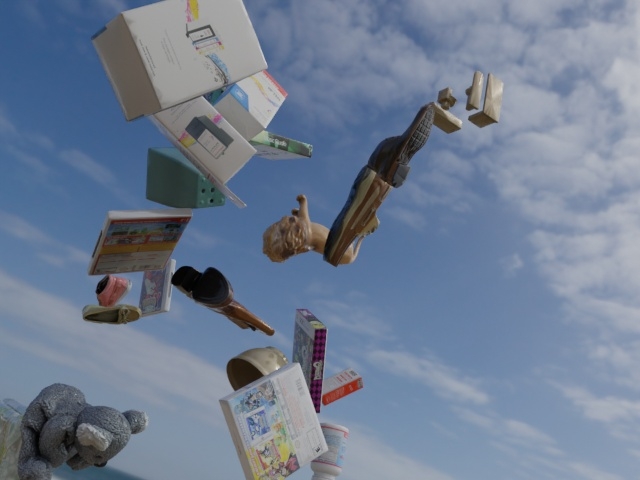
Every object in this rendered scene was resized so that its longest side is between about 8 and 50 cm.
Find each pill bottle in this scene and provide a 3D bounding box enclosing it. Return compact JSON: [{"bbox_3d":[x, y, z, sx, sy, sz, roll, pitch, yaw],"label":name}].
[{"bbox_3d":[0.021,0.583,1.830,0.087,0.160,0.087,11,-24,5],"label":"pill bottle"}]

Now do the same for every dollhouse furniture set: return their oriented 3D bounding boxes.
[{"bbox_3d":[0.372,-0.374,1.786,0.144,0.123,0.151,26,-23,-30],"label":"dollhouse furniture set"}]

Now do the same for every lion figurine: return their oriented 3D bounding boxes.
[{"bbox_3d":[0.000,0.000,2.219,0.392,0.240,0.142,14,-41,-16],"label":"lion figurine"}]

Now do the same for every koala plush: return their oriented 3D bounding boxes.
[{"bbox_3d":[-0.495,0.402,1.426,0.221,0.203,0.196,-7,-5,25],"label":"koala plush"}]

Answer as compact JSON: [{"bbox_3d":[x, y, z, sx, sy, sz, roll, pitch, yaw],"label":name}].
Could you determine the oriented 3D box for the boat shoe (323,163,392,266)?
[{"bbox_3d":[0.118,-0.065,1.974,0.120,0.324,0.122,27,1,-10],"label":"boat shoe"}]

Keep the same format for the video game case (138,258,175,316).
[{"bbox_3d":[-0.576,0.169,2.363,0.023,0.183,0.201,18,-23,-37],"label":"video game case"}]

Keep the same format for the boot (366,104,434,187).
[{"bbox_3d":[0.197,-0.251,1.692,0.106,0.219,0.082,33,9,36],"label":"boot"}]

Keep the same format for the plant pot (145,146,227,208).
[{"bbox_3d":[-0.395,-0.179,2.048,0.165,0.166,0.234,-10,24,-43],"label":"plant pot"}]

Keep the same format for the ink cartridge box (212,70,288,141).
[{"bbox_3d":[-0.177,-0.387,1.807,0.078,0.231,0.134,-29,-65,39],"label":"ink cartridge box"}]

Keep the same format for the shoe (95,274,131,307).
[{"bbox_3d":[-0.656,0.176,2.049,0.081,0.178,0.063,25,23,-43],"label":"shoe"}]

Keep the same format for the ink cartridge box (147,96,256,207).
[{"bbox_3d":[-0.276,-0.241,1.645,0.353,0.119,0.207,46,-8,-9],"label":"ink cartridge box"}]

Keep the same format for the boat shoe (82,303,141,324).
[{"bbox_3d":[-0.554,0.200,1.799,0.153,0.056,0.048,8,15,-23],"label":"boat shoe"}]

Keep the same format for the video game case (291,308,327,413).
[{"bbox_3d":[-0.035,0.323,1.845,0.042,0.232,0.210,2,8,-16],"label":"video game case"}]

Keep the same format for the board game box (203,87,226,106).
[{"bbox_3d":[-0.408,-0.554,2.577,0.030,0.136,0.260,6,29,-26],"label":"board game box"}]

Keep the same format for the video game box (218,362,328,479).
[{"bbox_3d":[-0.093,0.383,1.392,0.048,0.187,0.205,-13,-83,50],"label":"video game box"}]

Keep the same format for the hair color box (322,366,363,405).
[{"bbox_3d":[0.054,0.449,2.078,0.072,0.141,0.043,33,-41,57],"label":"hair color box"}]

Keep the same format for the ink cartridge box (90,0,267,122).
[{"bbox_3d":[-0.253,-0.340,1.223,0.171,0.232,0.168,-1,-66,55],"label":"ink cartridge box"}]

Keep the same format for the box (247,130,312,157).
[{"bbox_3d":[-0.223,-0.372,2.614,0.232,0.058,0.322,3,-3,44],"label":"box"}]

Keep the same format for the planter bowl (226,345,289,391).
[{"bbox_3d":[-0.144,0.337,1.717,0.162,0.109,0.162,23,-50,30],"label":"planter bowl"}]

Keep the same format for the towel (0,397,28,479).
[{"bbox_3d":[-0.760,0.552,1.601,0.090,0.320,0.374,12,-10,-36],"label":"towel"}]

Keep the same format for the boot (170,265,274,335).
[{"bbox_3d":[-0.226,0.183,1.740,0.264,0.096,0.280,1,-35,49],"label":"boot"}]

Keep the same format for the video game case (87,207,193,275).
[{"bbox_3d":[-0.457,0.006,1.691,0.204,0.025,0.285,-4,-28,-32],"label":"video game case"}]
